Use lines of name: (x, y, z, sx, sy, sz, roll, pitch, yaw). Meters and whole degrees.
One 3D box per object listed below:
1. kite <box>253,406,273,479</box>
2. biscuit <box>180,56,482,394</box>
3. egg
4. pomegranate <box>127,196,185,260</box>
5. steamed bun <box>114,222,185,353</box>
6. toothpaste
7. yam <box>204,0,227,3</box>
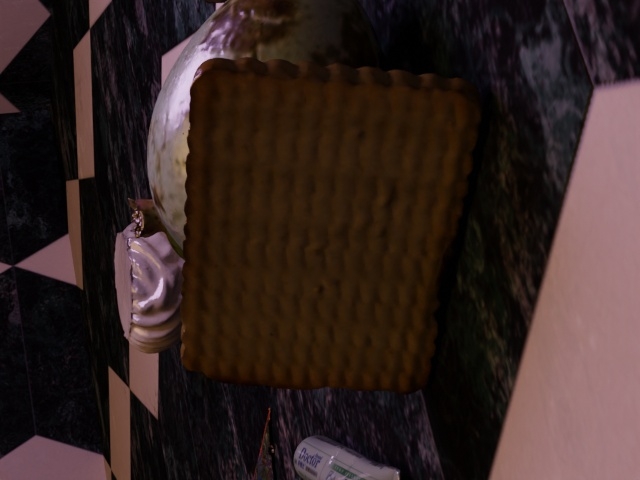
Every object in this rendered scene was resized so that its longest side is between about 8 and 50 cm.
kite: (-0.058, 0.292, 1.356, 0.189, 0.009, 0.232, -172, 76, -73)
biscuit: (0.000, 0.000, 0.769, 0.029, 0.172, 0.254, -90, 6, -50)
egg: (-0.031, -0.076, 0.837, 0.169, 0.169, 0.231, -116, 33, -48)
pomegranate: (-0.112, -0.035, 1.206, 0.130, 0.130, 0.130, 173, 90, -74)
steamed bun: (-0.212, 0.056, 1.622, 0.183, 0.106, 0.183, 176, 90, -71)
toothpaste: (0.023, 0.195, 1.000, 0.218, 0.041, 0.064, -172, 81, -69)
yam: (-0.079, -0.253, 1.126, 0.274, 0.061, 0.061, -162, 66, -73)
